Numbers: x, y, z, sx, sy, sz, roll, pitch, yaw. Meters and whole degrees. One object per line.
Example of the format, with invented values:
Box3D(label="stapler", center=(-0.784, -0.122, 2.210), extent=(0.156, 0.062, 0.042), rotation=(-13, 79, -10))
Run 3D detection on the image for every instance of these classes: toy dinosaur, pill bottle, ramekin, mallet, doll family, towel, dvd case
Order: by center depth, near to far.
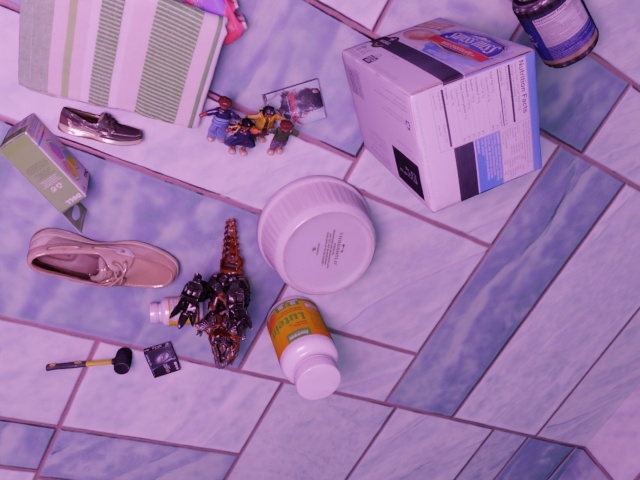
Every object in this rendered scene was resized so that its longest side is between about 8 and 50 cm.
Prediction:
Box3D(label="towel", center=(-0.346, -0.330, 1.035), extent=(0.324, 0.038, 0.248), rotation=(10, 135, -22))
Box3D(label="doll family", center=(-0.139, -0.226, 1.162), extent=(0.193, 0.076, 0.111), rotation=(-8, 156, -25))
Box3D(label="pill bottle", center=(0.472, -0.473, 1.214), extent=(0.123, 0.123, 0.219), rotation=(-43, 122, 8))
Box3D(label="dvd case", center=(-0.053, -0.276, 1.218), extent=(0.119, 0.013, 0.087), rotation=(-18, 123, -6))
Box3D(label="toy dinosaur", center=(-0.220, 0.125, 1.304), extent=(0.164, 0.218, 0.322), rotation=(-15, 94, 7))
Box3D(label="ramekin", center=(0.000, 0.000, 1.326), extent=(0.272, 0.127, 0.273), rotation=(-8, 121, -14))
Box3D(label="pill bottle", center=(-0.328, 0.161, 1.347), extent=(0.116, 0.065, 0.065), rotation=(-3, 120, -16))
Box3D(label="mallet", center=(-0.531, 0.279, 1.370), extent=(0.189, 0.062, 0.039), rotation=(0, 118, -1))
Box3D(label="pill bottle", center=(-0.037, 0.250, 1.386), extent=(0.136, 0.246, 0.136), rotation=(-8, 121, -14))

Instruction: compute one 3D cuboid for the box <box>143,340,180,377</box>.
Box3D(label="box", center=(-0.382, 0.288, 1.429), extent=(0.067, 0.018, 0.083), rotation=(-16, 122, -9))

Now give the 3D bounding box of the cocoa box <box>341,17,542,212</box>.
Box3D(label="cocoa box", center=(0.221, -0.253, 1.122), extent=(0.228, 0.347, 0.231), rotation=(-22, 123, -6))

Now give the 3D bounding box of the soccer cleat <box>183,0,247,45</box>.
Box3D(label="soccer cleat", center=(-0.215, -0.454, 1.025), extent=(0.095, 0.083, 0.248), rotation=(-26, 126, 3))

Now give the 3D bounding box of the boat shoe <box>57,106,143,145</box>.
Box3D(label="boat shoe", center=(-0.409, -0.214, 1.109), extent=(0.152, 0.056, 0.049), rotation=(6, 122, -21))

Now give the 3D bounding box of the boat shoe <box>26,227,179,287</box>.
Box3D(label="boat shoe", center=(-0.443, 0.056, 1.227), extent=(0.302, 0.098, 0.109), rotation=(15, 113, -25))

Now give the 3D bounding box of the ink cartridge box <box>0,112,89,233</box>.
Box3D(label="ink cartridge box", center=(-0.489, -0.124, 1.103), extent=(0.062, 0.109, 0.209), rotation=(-32, 124, 3))
